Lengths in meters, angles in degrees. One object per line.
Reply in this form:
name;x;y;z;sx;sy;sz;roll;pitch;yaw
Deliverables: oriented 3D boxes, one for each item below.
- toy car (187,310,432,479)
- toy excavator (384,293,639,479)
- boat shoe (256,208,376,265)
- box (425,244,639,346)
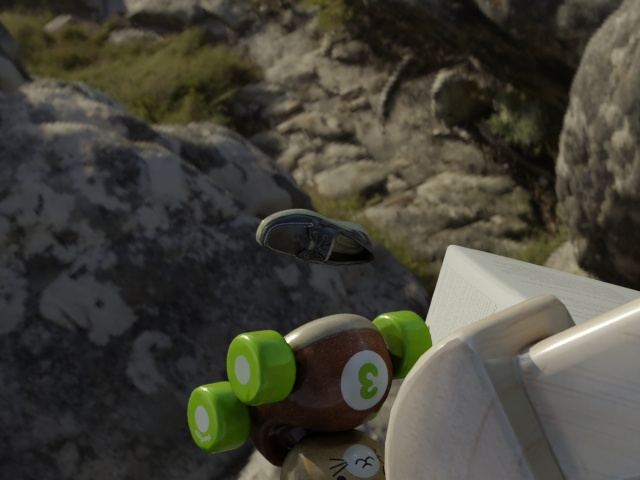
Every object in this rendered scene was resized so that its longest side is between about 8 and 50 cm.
toy car;0.018;0.162;0.849;0.155;0.149;0.188;-5;59;-35
toy excavator;0.276;0.060;0.266;0.445;0.222;0.432;44;120;22
boat shoe;0.000;0.000;1.329;0.049;0.152;0.056;46;125;47
box;0.209;0.135;0.842;0.215;0.345;0.168;14;98;-10
